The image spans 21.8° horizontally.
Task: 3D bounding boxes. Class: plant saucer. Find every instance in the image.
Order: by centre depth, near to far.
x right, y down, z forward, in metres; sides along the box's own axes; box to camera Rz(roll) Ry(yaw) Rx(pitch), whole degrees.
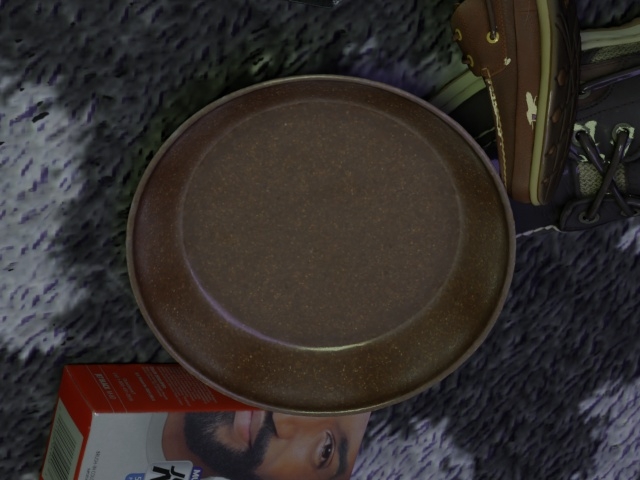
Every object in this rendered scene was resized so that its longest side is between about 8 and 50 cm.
[{"bbox_3d":[0.000,0.000,0.858,0.199,0.036,0.198,0,118,-1],"label":"plant saucer"}]

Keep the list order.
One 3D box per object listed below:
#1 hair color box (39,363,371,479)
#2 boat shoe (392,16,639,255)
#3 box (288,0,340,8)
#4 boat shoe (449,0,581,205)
[{"bbox_3d":[-0.064,0.119,0.921,0.167,0.053,0.093,1,117,-30],"label":"hair color box"},{"bbox_3d":[0.164,-0.058,0.907,0.285,0.092,0.103,-22,129,-13],"label":"boat shoe"},{"bbox_3d":[-0.046,-0.209,0.734,0.184,0.045,0.190,6,115,-33],"label":"box"},{"bbox_3d":[0.097,-0.107,0.839,0.064,0.060,0.178,-20,110,-68],"label":"boat shoe"}]
